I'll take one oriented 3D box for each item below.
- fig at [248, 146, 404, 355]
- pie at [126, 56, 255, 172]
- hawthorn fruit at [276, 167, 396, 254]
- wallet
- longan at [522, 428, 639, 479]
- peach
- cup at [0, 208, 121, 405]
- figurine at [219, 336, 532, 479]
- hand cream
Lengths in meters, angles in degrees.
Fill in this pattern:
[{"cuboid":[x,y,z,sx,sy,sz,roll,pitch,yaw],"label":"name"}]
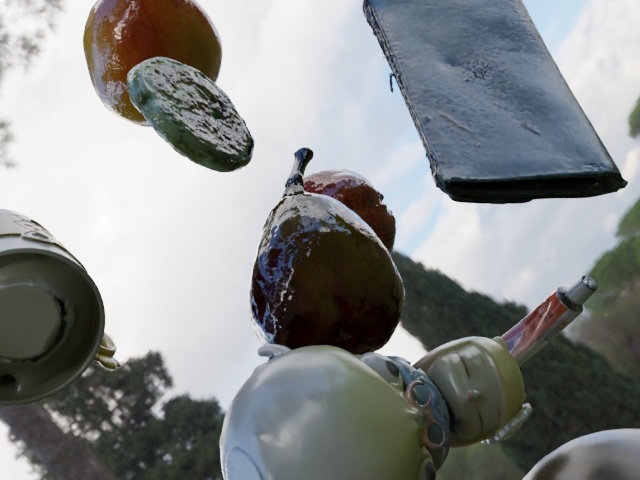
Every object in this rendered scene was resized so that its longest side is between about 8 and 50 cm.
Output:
[{"cuboid":[-0.005,0.004,1.081,0.170,0.274,0.145,-6,-31,-9],"label":"fig"},{"cuboid":[-0.204,-0.203,1.564,0.054,0.240,0.240,-44,-15,27],"label":"pie"},{"cuboid":[0.000,0.000,1.601,0.253,0.205,0.205,-29,-23,-7],"label":"hawthorn fruit"},{"cuboid":[0.172,-0.176,1.048,0.191,0.379,0.046,-5,-44,-9],"label":"wallet"},{"cuboid":[0.315,0.334,0.943,0.319,0.319,0.319,-43,-21,-21],"label":"longan"},{"cuboid":[-0.355,-0.398,2.021,0.289,0.289,0.308,-41,-25,-27],"label":"peach"},{"cuboid":[-0.344,0.077,1.134,0.241,0.226,0.185,36,-89,-33],"label":"cup"},{"cuboid":[0.064,0.187,1.010,0.394,0.226,0.274,-15,-6,-39],"label":"figurine"},{"cuboid":[0.238,0.110,1.117,0.216,0.038,0.052,-49,10,34],"label":"hand cream"}]
